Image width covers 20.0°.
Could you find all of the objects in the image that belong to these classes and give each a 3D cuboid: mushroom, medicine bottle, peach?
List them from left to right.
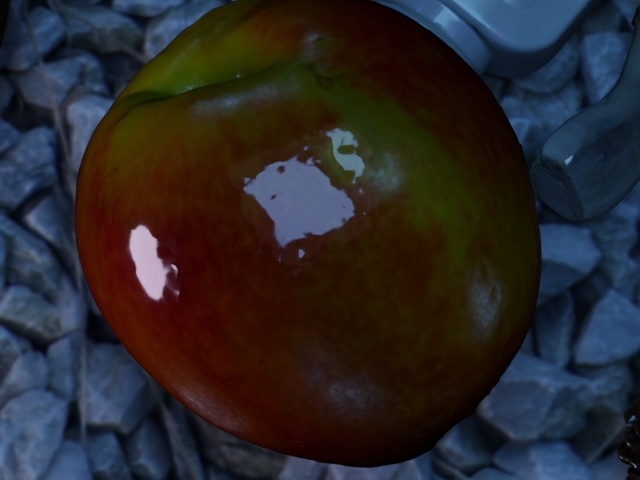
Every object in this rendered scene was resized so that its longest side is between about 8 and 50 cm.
[{"bbox_3d":[0.000,0.000,1.430,0.388,0.388,0.388,0,79,2],"label":"peach"},{"bbox_3d":[0.168,-0.259,1.589,0.179,0.124,0.324,38,81,9],"label":"medicine bottle"},{"bbox_3d":[0.270,-0.119,1.580,0.092,0.081,0.223,39,80,-12],"label":"mushroom"}]

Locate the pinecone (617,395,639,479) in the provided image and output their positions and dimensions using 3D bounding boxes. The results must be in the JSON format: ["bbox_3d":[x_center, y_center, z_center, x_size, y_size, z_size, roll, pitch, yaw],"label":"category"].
[{"bbox_3d":[0.316,0.178,1.501,0.121,0.140,0.140,37,81,-25],"label":"pinecone"}]

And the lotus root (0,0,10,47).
[{"bbox_3d":[-0.376,-0.211,1.560,0.272,0.192,0.272,4,109,12],"label":"lotus root"}]
